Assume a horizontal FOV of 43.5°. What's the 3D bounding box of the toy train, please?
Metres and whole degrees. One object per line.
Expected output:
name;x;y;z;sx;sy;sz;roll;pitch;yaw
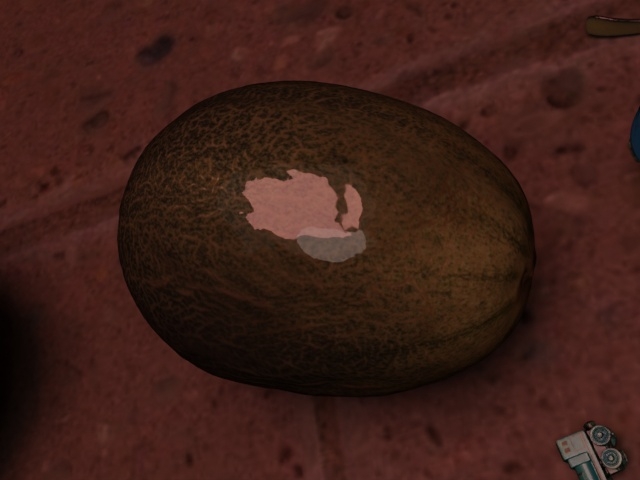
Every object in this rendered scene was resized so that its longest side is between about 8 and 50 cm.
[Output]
toy train;0.209;0.178;0.585;0.045;0.029;0.092;-29;60;18

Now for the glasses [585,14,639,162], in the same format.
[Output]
glasses;0.317;-0.172;0.651;0.239;0.102;0.207;-38;58;4

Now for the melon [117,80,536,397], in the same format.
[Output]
melon;0.000;0.000;0.630;0.329;0.248;0.248;6;70;18
